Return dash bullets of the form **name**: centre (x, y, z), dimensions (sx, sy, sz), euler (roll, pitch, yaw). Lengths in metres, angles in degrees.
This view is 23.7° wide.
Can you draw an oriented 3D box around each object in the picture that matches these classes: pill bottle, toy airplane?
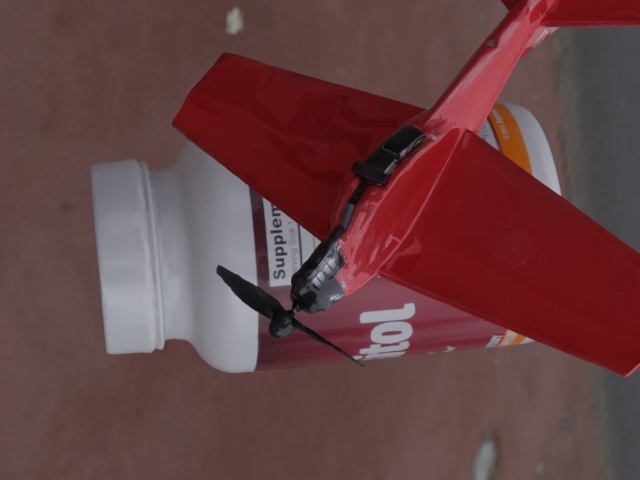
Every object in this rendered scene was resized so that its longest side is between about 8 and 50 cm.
- **pill bottle**: centre (0.000, 0.000, 0.522), dimensions (0.086, 0.152, 0.086), euler (175, -90, -82)
- **toy airplane**: centre (0.036, -0.031, 0.381), dimensions (0.028, 0.151, 0.151), euler (71, 38, -53)
